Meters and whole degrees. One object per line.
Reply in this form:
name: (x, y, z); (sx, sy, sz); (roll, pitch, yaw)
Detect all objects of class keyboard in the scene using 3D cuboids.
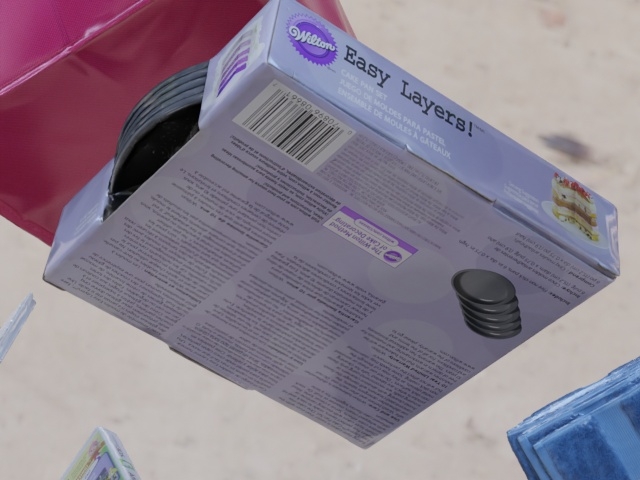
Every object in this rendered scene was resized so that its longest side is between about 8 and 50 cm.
keyboard: (-0.309, 0.137, 1.657); (0.014, 0.072, 0.256); (41, 33, -13)

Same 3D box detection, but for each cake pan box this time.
cake pan box: (0.000, 0.000, 1.140); (0.266, 0.246, 0.070); (29, 43, -21)

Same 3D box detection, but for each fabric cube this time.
fabric cube: (-0.143, -0.174, 1.327); (0.254, 0.259, 0.258); (42, 22, -57)

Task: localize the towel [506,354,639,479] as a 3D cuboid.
towel: (0.160, 0.097, 0.972); (0.119, 0.067, 0.029); (-28, 9, 0)

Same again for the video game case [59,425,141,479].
video game case: (-0.189, 0.263, 1.381); (0.023, 0.212, 0.193); (31, 8, -29)
